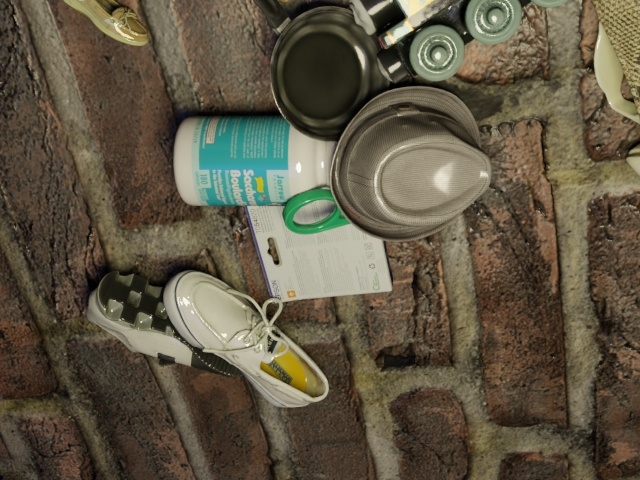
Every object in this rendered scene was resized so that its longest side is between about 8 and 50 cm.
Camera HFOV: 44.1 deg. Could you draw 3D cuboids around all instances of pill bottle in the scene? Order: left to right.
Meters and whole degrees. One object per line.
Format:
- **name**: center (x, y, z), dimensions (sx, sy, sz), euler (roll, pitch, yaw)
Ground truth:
- **pill bottle**: center (-0.090, -0.127, 1.260), dimensions (0.264, 0.146, 0.146), euler (0, 120, 7)

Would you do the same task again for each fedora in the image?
- **fedora**: center (0.156, -0.104, 1.184), dimensions (0.276, 0.124, 0.243), euler (-1, 106, -22)

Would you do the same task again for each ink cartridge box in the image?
- **ink cartridge box**: center (0.000, 0.000, 1.381), dimensions (0.224, 0.045, 0.223), euler (-7, 119, 11)

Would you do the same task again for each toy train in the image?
- **toy train**: center (0.201, -0.361, 1.084), dimensions (0.334, 0.142, 0.190), euler (-32, 106, 13)

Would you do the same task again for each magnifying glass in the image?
- **magnifying glass**: center (0.046, -0.045, 1.267), dimensions (0.231, 0.026, 0.092), euler (1, 141, -28)

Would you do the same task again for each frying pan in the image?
- **frying pan**: center (-0.042, -0.266, 1.151), dimensions (0.326, 0.053, 0.197), euler (20, 91, -26)

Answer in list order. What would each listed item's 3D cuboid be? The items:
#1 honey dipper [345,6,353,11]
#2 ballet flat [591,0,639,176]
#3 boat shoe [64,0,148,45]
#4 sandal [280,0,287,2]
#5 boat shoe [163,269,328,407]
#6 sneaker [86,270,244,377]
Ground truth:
- **honey dipper**: center (0.060, -0.353, 1.180), dimensions (0.161, 0.030, 0.030), euler (-18, 116, 21)
- **ballet flat**: center (0.508, -0.190, 1.148), dimensions (0.182, 0.164, 0.482), euler (6, 129, 57)
- **boat shoe**: center (-0.327, -0.356, 1.210), dimensions (0.153, 0.056, 0.048), euler (36, 123, -5)
- **sandal**: center (0.014, -0.437, 1.123), dimensions (0.079, 0.088, 0.240), euler (10, 135, -36)
- **boat shoe**: center (-0.112, 0.180, 1.415), dimensions (0.157, 0.135, 0.367), euler (-13, 126, 46)
- **sneaker**: center (-0.284, 0.170, 1.487), dimensions (0.331, 0.122, 0.146), euler (31, 142, -20)
